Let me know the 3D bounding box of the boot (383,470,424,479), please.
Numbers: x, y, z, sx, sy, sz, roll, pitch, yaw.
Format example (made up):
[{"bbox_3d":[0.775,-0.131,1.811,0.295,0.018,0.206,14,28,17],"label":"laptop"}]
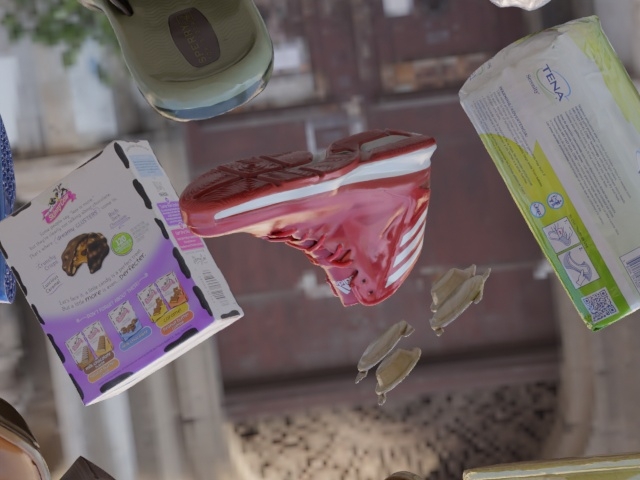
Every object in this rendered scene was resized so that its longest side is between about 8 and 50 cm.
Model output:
[{"bbox_3d":[0.005,0.354,1.773,0.089,0.236,0.269,27,-162,17],"label":"boot"}]

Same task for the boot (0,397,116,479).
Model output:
[{"bbox_3d":[-0.256,0.203,1.306,0.152,0.197,0.073,-50,-157,1],"label":"boot"}]

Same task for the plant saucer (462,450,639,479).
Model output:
[{"bbox_3d":[0.288,0.266,1.220,0.081,0.332,0.333,-37,-171,-28],"label":"plant saucer"}]

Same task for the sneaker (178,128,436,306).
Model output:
[{"bbox_3d":[0.000,0.000,1.280,0.221,0.128,0.087,-15,-160,-32],"label":"sneaker"}]

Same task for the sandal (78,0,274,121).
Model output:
[{"bbox_3d":[-0.117,-0.197,1.211,0.120,0.086,0.303,-32,-134,-6],"label":"sandal"}]

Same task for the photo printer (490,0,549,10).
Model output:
[{"bbox_3d":[0.196,-0.379,1.583,0.107,0.307,0.256,6,157,3],"label":"photo printer"}]

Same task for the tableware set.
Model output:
[{"bbox_3d":[0.093,0.079,1.598,0.169,0.020,0.141,-45,-170,10],"label":"tableware set"}]

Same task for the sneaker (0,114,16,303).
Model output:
[{"bbox_3d":[-0.367,-0.034,1.827,0.091,0.232,0.081,-6,147,0],"label":"sneaker"}]

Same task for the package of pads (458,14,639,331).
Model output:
[{"bbox_3d":[0.227,-0.072,1.477,0.101,0.229,0.296,-29,-177,18],"label":"package of pads"}]

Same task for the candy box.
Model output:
[{"bbox_3d":[-0.193,0.029,1.658,0.165,0.196,0.070,-32,172,21],"label":"candy box"}]
